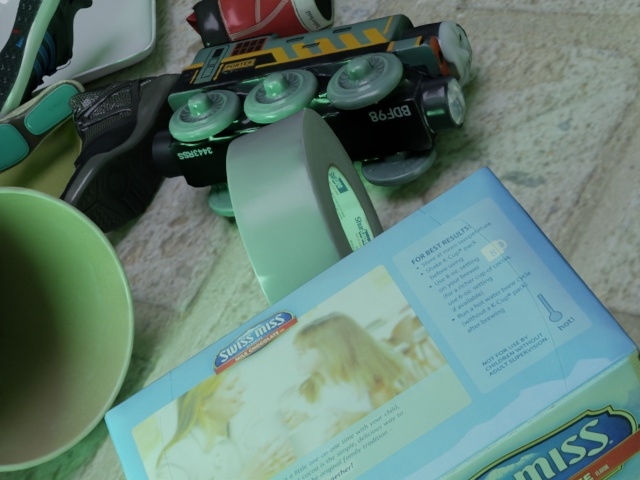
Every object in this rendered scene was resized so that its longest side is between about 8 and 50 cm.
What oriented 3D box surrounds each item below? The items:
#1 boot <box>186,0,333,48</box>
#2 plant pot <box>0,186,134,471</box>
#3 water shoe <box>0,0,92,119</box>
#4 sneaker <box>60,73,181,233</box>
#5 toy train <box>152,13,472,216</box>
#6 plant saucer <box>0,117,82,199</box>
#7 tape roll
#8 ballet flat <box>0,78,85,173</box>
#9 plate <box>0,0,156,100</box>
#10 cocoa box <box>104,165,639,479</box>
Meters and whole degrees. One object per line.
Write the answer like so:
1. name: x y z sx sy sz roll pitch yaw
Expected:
1. boot: -0.076 -0.320 1.699 0.176 0.088 0.244 -16 48 22
2. plant pot: -0.358 0.080 1.414 0.274 0.256 0.256 -1 49 54
3. water shoe: -0.328 -0.213 1.707 0.073 0.080 0.203 26 94 47
4. sneaker: -0.236 -0.094 1.588 0.130 0.087 0.227 3 50 34
5. toy train: -0.007 -0.138 1.454 0.334 0.142 0.190 -9 38 25
6. plant saucer: -0.369 -0.056 1.673 0.241 0.037 0.241 -18 43 18
7. tape roll: 0.000 0.000 1.249 0.072 0.219 0.219 -23 43 12
8. ballet flat: -0.339 -0.125 1.663 0.168 0.057 0.052 -33 14 -4
9. plate: -0.316 -0.269 1.831 0.277 0.045 0.278 -19 44 16
10. cocoa box: 0.063 0.163 1.050 0.347 0.228 0.231 -33 42 1
